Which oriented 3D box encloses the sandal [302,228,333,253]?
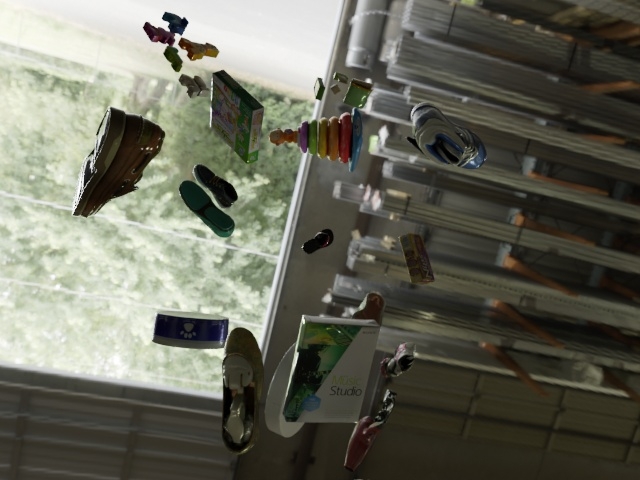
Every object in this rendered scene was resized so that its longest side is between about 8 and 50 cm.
[{"bbox_3d":[0.000,0.000,2.237,0.067,0.040,0.179,48,-136,9],"label":"sandal"}]

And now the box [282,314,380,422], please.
[{"bbox_3d":[0.031,0.381,1.666,0.232,0.322,0.058,6,-167,-20],"label":"box"}]

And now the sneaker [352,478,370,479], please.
[{"bbox_3d":[0.100,0.780,1.481,0.169,0.258,0.447,31,179,-15],"label":"sneaker"}]

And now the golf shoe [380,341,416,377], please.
[{"bbox_3d":[0.263,0.371,1.764,0.086,0.068,0.186,-11,-168,37],"label":"golf shoe"}]

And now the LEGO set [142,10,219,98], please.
[{"bbox_3d":[-0.285,-0.418,1.251,0.093,0.087,0.227,-10,-120,-51],"label":"LEGO set"}]

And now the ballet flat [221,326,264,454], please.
[{"bbox_3d":[-0.221,0.418,1.562,0.123,0.349,0.123,0,-175,0],"label":"ballet flat"}]

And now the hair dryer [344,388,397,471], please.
[{"bbox_3d":[0.155,0.622,1.870,0.080,0.294,0.223,27,-178,12],"label":"hair dryer"}]

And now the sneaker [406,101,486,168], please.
[{"bbox_3d":[0.404,-0.266,1.721,0.322,0.130,0.236,33,-148,-27],"label":"sneaker"}]

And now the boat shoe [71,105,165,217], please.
[{"bbox_3d":[-0.382,-0.120,1.058,0.104,0.111,0.307,12,150,-32],"label":"boat shoe"}]

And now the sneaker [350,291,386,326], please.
[{"bbox_3d":[0.156,0.304,2.045,0.108,0.121,0.302,31,-152,8],"label":"sneaker"}]

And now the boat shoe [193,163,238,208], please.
[{"bbox_3d":[-0.351,-0.195,1.931,0.065,0.183,0.083,-46,-169,-37],"label":"boat shoe"}]

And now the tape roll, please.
[{"bbox_3d":[-0.093,0.585,2.266,0.072,0.392,0.392,16,-171,23],"label":"tape roll"}]

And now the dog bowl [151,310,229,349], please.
[{"bbox_3d":[-0.459,0.314,2.018,0.264,0.104,0.265,6,176,0],"label":"dog bowl"}]

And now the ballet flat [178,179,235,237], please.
[{"bbox_3d":[-0.377,-0.093,1.863,0.247,0.087,0.083,42,-121,15],"label":"ballet flat"}]

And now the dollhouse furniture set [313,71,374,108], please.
[{"bbox_3d":[0.061,-0.371,1.434,0.151,0.076,0.059,11,-141,-18],"label":"dollhouse furniture set"}]

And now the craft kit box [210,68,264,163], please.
[{"bbox_3d":[-0.307,-0.446,2.062,0.061,0.247,0.250,-30,-119,-29],"label":"craft kit box"}]

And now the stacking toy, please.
[{"bbox_3d":[-0.019,-0.333,1.838,0.301,0.175,0.166,3,157,-2],"label":"stacking toy"}]

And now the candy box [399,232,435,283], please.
[{"bbox_3d":[0.363,0.071,2.141,0.053,0.187,0.109,-24,161,32],"label":"candy box"}]
